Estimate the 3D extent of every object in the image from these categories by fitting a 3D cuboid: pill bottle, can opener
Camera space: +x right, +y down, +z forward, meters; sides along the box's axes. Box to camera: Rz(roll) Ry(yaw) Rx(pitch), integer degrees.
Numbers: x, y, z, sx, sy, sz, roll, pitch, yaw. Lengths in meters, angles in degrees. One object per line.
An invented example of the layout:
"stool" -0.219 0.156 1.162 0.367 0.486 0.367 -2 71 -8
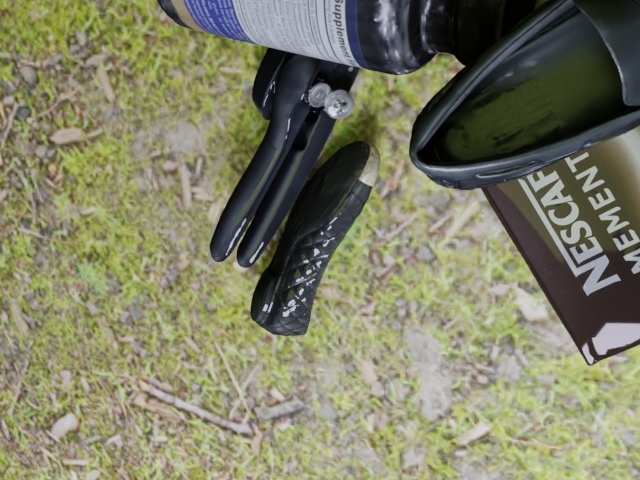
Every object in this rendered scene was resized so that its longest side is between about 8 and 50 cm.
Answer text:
"pill bottle" 0.015 -0.169 0.465 0.219 0.123 0.122 17 111 20
"can opener" -0.026 -0.062 0.559 0.073 0.059 0.186 45 117 54

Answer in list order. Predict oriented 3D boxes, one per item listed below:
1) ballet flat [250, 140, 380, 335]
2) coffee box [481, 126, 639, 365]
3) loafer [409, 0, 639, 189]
"ballet flat" 0.000 0.000 0.580 0.049 0.057 0.173 16 119 -27
"coffee box" 0.240 -0.079 0.411 0.297 0.119 0.168 -31 92 26
"loafer" 0.139 -0.085 0.341 0.223 0.078 0.076 -29 90 27
